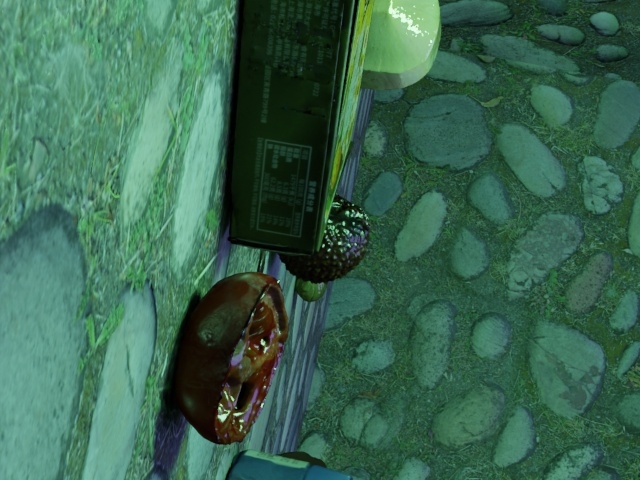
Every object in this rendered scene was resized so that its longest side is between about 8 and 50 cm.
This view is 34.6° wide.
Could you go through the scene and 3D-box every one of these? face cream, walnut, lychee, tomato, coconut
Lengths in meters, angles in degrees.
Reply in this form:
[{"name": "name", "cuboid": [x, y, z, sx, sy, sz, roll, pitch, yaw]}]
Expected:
[{"name": "face cream", "cuboid": [-0.074, 0.540, 1.952, 0.249, 0.225, 0.248, 12, 90, -78]}, {"name": "walnut", "cuboid": [-0.022, 0.107, 2.508, 0.092, 0.092, 0.092, 11, 90, -85]}, {"name": "lychee", "cuboid": [0.000, 0.000, 1.943, 0.188, 0.188, 0.188, 11, 90, -85]}, {"name": "tomato", "cuboid": [-0.122, 0.143, 1.294, 0.228, 0.101, 0.227, 13, 90, -77]}, {"name": "coconut", "cuboid": [0.106, -0.408, 1.914, 0.259, 0.259, 0.259, 11, 90, -85]}]

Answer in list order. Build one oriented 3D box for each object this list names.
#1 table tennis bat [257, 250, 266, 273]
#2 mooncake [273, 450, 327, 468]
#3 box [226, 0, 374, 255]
[{"name": "table tennis bat", "cuboid": [-0.102, 0.038, 1.802, 0.050, 0.007, 0.083, -73, 174, -50]}, {"name": "mooncake", "cuboid": [-0.087, 0.662, 2.431, 0.326, 0.174, 0.333, 74, 25, -84]}, {"name": "box", "cuboid": [-0.014, -0.247, 1.422, 0.373, 0.138, 0.420, -72, 172, -58]}]
